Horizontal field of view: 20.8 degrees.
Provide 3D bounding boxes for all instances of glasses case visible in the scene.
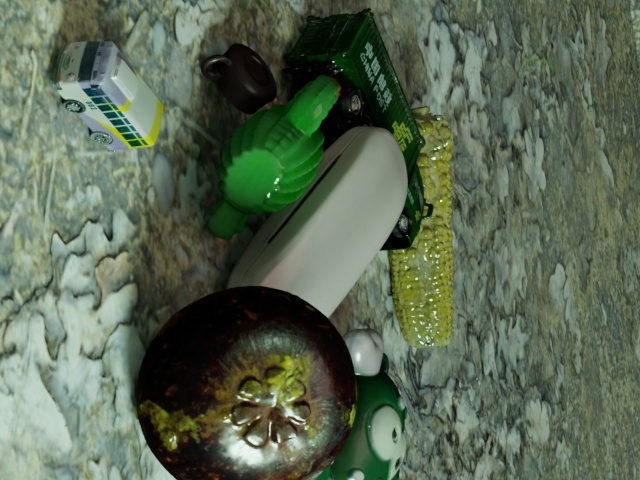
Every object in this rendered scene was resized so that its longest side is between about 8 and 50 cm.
[{"bbox_3d":[0.000,0.000,1.755,0.297,0.075,0.113,-52,137,-37],"label":"glasses case"}]

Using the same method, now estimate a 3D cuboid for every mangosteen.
[{"bbox_3d":[-0.070,0.133,1.536,0.217,0.192,0.192,-177,-99,-75],"label":"mangosteen"}]

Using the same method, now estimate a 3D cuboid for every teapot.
[{"bbox_3d":[-0.080,-0.155,1.698,0.100,0.045,0.067,22,41,-45],"label":"teapot"}]

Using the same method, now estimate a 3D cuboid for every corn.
[{"bbox_3d":[0.118,-0.015,2.072,0.086,0.087,0.288,-5,93,-66],"label":"corn"}]

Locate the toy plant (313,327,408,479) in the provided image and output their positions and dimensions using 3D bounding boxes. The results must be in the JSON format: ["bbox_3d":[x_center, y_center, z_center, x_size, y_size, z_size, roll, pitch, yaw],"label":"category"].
[{"bbox_3d":[0.027,0.212,1.786,0.243,0.113,0.232,-50,143,-52],"label":"toy plant"}]

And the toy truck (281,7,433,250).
[{"bbox_3d":[0.044,-0.113,1.918,0.259,0.088,0.121,66,35,-36],"label":"toy truck"}]

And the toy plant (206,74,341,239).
[{"bbox_3d":[-0.034,-0.094,1.687,0.154,0.088,0.240,-56,177,42],"label":"toy plant"}]

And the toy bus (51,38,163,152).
[{"bbox_3d":[-0.176,-0.121,1.455,0.102,0.058,0.052,54,38,-51],"label":"toy bus"}]
